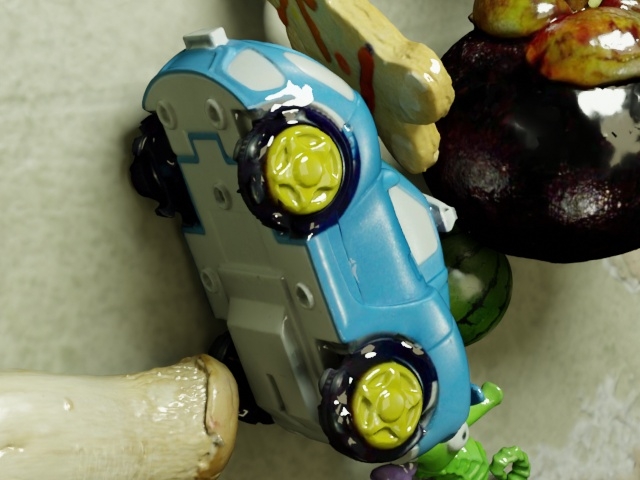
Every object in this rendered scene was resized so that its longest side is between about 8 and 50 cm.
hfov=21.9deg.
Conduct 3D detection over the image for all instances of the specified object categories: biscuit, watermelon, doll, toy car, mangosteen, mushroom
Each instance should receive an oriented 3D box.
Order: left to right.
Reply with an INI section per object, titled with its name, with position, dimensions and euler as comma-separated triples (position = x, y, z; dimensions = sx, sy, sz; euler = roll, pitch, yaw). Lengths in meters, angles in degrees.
[mushroom]
position = -0.207, 0.140, 1.021
dimensions = 0.351, 0.095, 0.123
euler = -9, 114, -32
[toy car]
position = 0.000, 0.000, 1.091
dimensions = 0.166, 0.198, 0.314
euler = -28, 106, -28
[biscuit]
position = 0.004, -0.145, 1.105
dimensions = 0.030, 0.153, 0.234
euler = -33, 71, -17
[watermelon]
position = 0.088, 0.035, 1.217
dimensions = 0.109, 0.109, 0.109
euler = -1, 92, -35
[doll]
position = 0.103, 0.163, 1.237
dimensions = 0.115, 0.050, 0.190
euler = -43, 141, -4
[mangosteen]
position = 0.171, -0.107, 1.146
dimensions = 0.211, 0.211, 0.250
euler = -17, 117, -33
